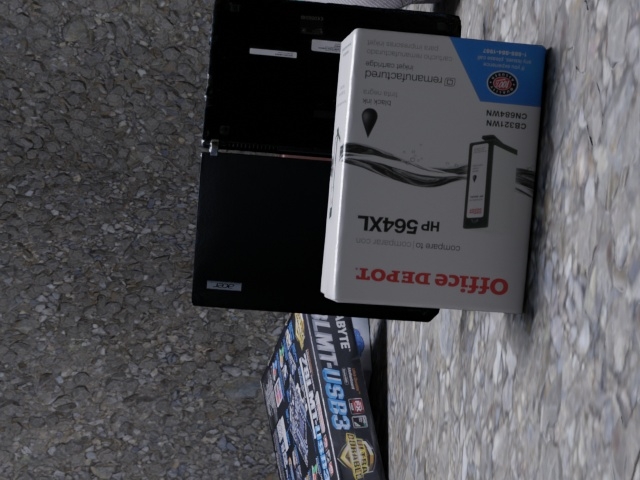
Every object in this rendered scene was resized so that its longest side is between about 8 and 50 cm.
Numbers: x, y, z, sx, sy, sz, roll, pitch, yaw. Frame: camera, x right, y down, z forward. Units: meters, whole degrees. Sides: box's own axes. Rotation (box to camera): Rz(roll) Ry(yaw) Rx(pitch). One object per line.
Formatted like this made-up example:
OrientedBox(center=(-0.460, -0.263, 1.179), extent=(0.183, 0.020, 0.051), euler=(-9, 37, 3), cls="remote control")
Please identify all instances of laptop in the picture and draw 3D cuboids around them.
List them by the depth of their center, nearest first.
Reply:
OrientedBox(center=(0.006, -0.077, 1.202), extent=(0.136, 0.234, 0.264), euler=(104, 169, -63), cls="laptop")

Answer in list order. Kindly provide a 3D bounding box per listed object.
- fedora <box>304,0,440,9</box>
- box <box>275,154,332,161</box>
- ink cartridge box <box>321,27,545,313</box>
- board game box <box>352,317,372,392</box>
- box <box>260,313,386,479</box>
OrientedBox(center=(0.057, -0.300, 1.431), extent=(0.124, 0.244, 0.275), euler=(67, 168, -14), cls="fedora")
OrientedBox(center=(0.029, -0.079, 1.586), extent=(0.203, 0.169, 0.167), euler=(100, 174, -49), cls="box")
OrientedBox(center=(0.084, -0.049, 0.981), extent=(0.086, 0.148, 0.203), euler=(-166, 80, -84), cls="ink cartridge box")
OrientedBox(center=(0.021, 0.218, 2.027), extent=(0.318, 0.066, 0.318), euler=(-92, 9, -56), cls="board game box")
OrientedBox(center=(-0.002, 0.255, 1.750), extent=(0.293, 0.073, 0.295), euler=(114, 148, -55), cls="box")
